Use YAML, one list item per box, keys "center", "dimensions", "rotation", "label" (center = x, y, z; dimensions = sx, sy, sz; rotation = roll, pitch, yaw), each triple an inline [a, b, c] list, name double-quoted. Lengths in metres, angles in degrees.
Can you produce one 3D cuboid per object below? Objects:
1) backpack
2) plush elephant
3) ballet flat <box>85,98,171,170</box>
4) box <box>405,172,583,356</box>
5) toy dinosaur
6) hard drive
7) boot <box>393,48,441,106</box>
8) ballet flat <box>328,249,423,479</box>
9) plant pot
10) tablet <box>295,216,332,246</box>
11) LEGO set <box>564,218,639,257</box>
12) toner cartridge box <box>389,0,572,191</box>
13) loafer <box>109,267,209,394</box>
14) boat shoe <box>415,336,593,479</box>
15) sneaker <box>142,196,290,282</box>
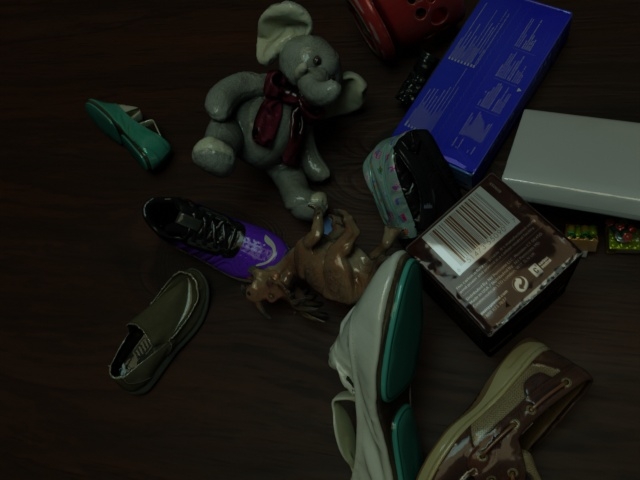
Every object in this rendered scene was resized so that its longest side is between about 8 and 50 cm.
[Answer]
- center: [0.151, -0.085, 0.922]
  dimensions: [0.151, 0.115, 0.182]
  rotation: [-33, 100, -38]
  label: "backpack"
- center: [-0.049, -0.241, 0.992]
  dimensions: [0.255, 0.271, 0.330]
  rotation: [-43, 37, 26]
  label: "plush elephant"
- center: [-0.401, -0.237, 1.208]
  dimensions: [0.087, 0.083, 0.247]
  rotation: [-37, 62, -26]
  label: "ballet flat"
- center: [0.251, 0.044, 0.834]
  dimensions: [0.168, 0.203, 0.167]
  rotation: [-42, 65, -1]
  label: "box"
- center: [0.019, 0.056, 0.901]
  dimensions: [0.295, 0.127, 0.201]
  rotation: [13, 88, 48]
  label: "toy dinosaur"
- center: [0.470, -0.110, 0.852]
  dimensions: [0.352, 0.047, 0.233]
  rotation: [13, 42, 20]
  label: "hard drive"
- center: [0.181, -0.302, 1.056]
  dimensions: [0.045, 0.121, 0.099]
  rotation: [30, 112, 2]
  label: "boot"
- center: [0.071, 0.209, 0.796]
  dimensions: [0.139, 0.139, 0.401]
  rotation: [1, 104, 17]
  label: "ballet flat"
- center: [0.147, -0.450, 1.053]
  dimensions: [0.174, 0.191, 0.191]
  rotation: [-30, 65, 7]
  label: "plant pot"
- center: [0.000, 0.000, 1.033]
  dimensions: [0.083, 0.006, 0.054]
  rotation: [-43, 65, -2]
  label: "tablet"
- center: [0.506, 0.022, 0.819]
  dimensions: [0.287, 0.107, 0.132]
  rotation: [39, 85, 24]
  label: "LEGO set"
- center: [0.286, -0.273, 1.009]
  dimensions: [0.165, 0.075, 0.348]
  rotation: [30, 81, 25]
  label: "toner cartridge box"
- center: [-0.289, 0.160, 1.015]
  dimensions: [0.094, 0.087, 0.251]
  rotation: [25, 79, 23]
  label: "loafer"
- center: [0.248, 0.298, 0.777]
  dimensions: [0.342, 0.123, 0.123]
  rotation: [-49, 46, -11]
  label: "boat shoe"
- center: [-0.203, -0.010, 1.019]
  dimensions: [0.293, 0.146, 0.102]
  rotation: [17, 76, 22]
  label: "sneaker"
